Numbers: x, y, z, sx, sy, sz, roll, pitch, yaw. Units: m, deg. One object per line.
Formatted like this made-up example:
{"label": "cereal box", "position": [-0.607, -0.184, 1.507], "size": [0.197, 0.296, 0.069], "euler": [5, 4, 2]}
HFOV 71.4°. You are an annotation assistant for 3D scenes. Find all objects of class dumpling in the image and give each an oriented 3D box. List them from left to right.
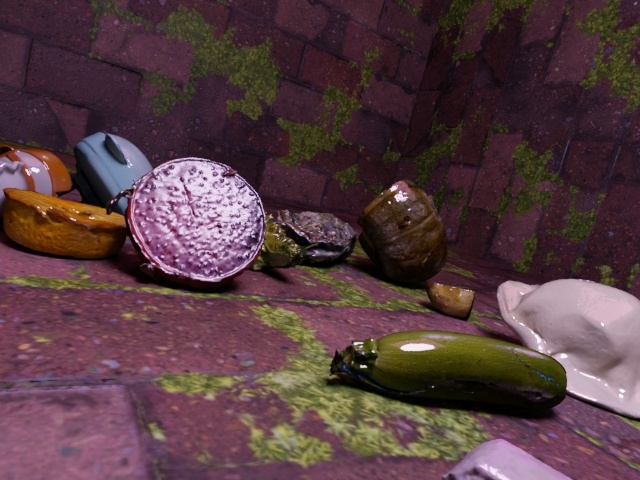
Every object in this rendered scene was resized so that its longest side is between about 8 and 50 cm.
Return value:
{"label": "dumpling", "position": [0.449, 0.183, 0.752], "size": [0.318, 0.187, 0.243], "euler": [11, 44, 34]}

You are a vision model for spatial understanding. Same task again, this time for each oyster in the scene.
{"label": "oyster", "position": [0.001, -0.002, 1.185], "size": [0.351, 0.158, 0.162], "euler": [16, 46, -58]}

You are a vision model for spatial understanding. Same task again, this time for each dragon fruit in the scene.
{"label": "dragon fruit", "position": [-0.218, -0.016, 0.757], "size": [0.224, 0.218, 0.148], "euler": [-33, 0, -29]}

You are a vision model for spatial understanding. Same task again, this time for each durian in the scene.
{"label": "durian", "position": [-0.128, -0.004, 0.943], "size": [0.107, 0.132, 0.375], "euler": [25, -4, -31]}

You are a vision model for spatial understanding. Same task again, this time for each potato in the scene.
{"label": "potato", "position": [0.278, 0.130, 0.980], "size": [0.103, 0.066, 0.096], "euler": [12, -7, 11]}

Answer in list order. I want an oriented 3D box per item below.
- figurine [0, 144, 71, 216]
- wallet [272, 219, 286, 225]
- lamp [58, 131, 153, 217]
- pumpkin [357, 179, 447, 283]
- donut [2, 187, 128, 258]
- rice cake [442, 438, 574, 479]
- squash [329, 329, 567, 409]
{"label": "figurine", "position": [-0.536, -0.087, 0.772], "size": [0.143, 0.143, 0.271], "euler": [13, 22, -15]}
{"label": "wallet", "position": [-0.102, -0.022, 1.345], "size": [0.202, 0.059, 0.141], "euler": [8, 17, -31]}
{"label": "lamp", "position": [-0.440, -0.121, 0.947], "size": [0.284, 0.209, 0.147], "euler": [-6, 24, 38]}
{"label": "pumpkin", "position": [0.246, -0.010, 1.195], "size": [0.232, 0.242, 0.325], "euler": [49, -3, 15]}
{"label": "donut", "position": [-0.412, -0.023, 0.725], "size": [0.174, 0.074, 0.190], "euler": [19, 3, 33]}
{"label": "rice cake", "position": [0.253, 0.231, 0.267], "size": [0.365, 0.056, 0.073], "euler": [19, 11, 32]}
{"label": "squash", "position": [0.167, 0.155, 0.541], "size": [0.332, 0.087, 0.087], "euler": [11, 9, -16]}
